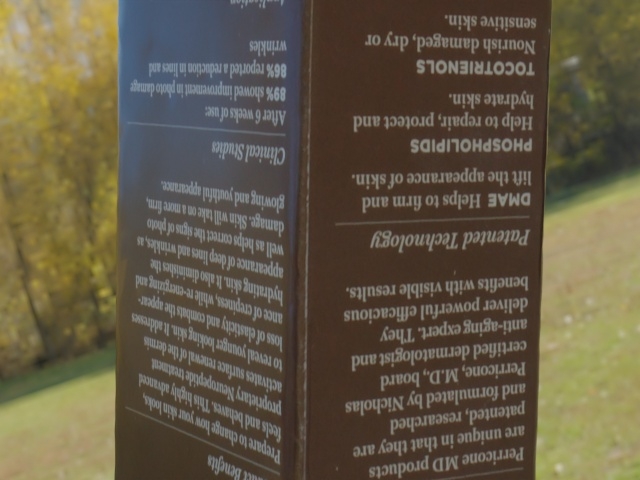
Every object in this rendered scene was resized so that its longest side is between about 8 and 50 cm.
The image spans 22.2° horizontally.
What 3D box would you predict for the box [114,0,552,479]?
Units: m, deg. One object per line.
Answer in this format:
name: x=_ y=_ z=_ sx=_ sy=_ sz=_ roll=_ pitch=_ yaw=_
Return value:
box: x=0.000 y=0.000 z=0.767 sx=0.143 sy=0.381 sz=0.191 roll=0 pitch=6 yaw=-31
